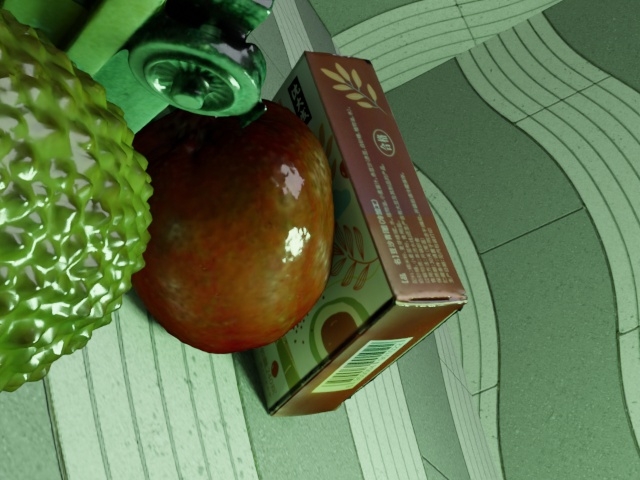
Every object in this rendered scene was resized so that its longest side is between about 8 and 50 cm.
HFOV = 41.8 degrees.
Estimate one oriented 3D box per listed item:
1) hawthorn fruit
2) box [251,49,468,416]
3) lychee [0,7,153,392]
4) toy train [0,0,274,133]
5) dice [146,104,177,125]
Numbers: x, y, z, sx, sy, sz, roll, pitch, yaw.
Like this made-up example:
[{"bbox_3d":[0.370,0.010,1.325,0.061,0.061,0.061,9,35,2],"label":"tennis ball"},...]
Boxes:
[{"bbox_3d":[-0.112,-0.017,0.986,0.295,0.295,0.311,-17,105,-75],"label":"hawthorn fruit"},{"bbox_3d":[0.000,0.000,1.169,0.122,0.344,0.385,0,58,-33],"label":"box"},{"bbox_3d":[-0.252,-0.025,0.482,0.320,0.270,0.270,16,50,-65],"label":"lychee"},{"bbox_3d":[-0.188,-0.165,0.628,0.253,0.397,0.160,24,64,-28],"label":"toy train"},{"bbox_3d":[-0.220,-0.210,1.175,0.120,0.131,0.128,56,16,-38],"label":"dice"}]
